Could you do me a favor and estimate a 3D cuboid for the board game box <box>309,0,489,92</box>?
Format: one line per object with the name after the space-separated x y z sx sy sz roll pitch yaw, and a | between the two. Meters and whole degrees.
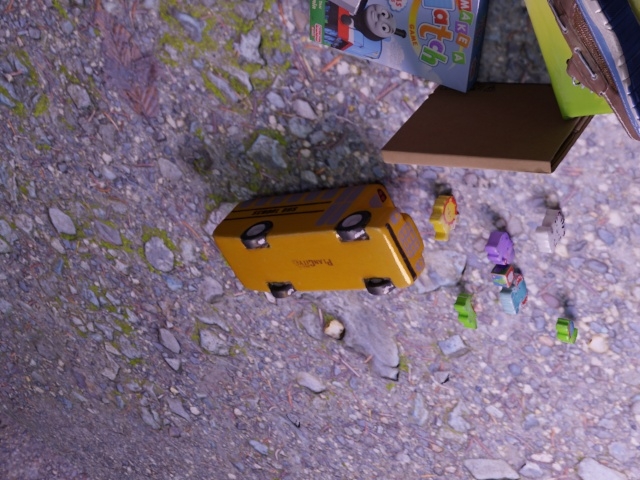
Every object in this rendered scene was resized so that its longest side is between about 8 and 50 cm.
0.087 -0.274 1.187 0.212 0.039 0.160 22 138 20 | board game box

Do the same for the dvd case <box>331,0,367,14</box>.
0.007 -0.387 1.107 0.179 0.029 0.238 33 130 12 | dvd case

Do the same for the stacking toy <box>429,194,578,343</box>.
0.247 0.041 1.363 0.167 0.052 0.221 9 134 35 | stacking toy

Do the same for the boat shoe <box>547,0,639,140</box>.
0.268 -0.173 0.968 0.066 0.066 0.183 -9 112 51 | boat shoe

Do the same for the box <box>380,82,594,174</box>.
0.190 -0.128 1.145 0.201 0.164 0.021 8 129 33 | box

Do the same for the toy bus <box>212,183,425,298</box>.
0.000 0.000 1.450 0.333 0.130 0.108 -5 123 41 | toy bus

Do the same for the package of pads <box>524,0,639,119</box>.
0.305 -0.265 0.973 0.229 0.101 0.296 0 128 40 | package of pads
